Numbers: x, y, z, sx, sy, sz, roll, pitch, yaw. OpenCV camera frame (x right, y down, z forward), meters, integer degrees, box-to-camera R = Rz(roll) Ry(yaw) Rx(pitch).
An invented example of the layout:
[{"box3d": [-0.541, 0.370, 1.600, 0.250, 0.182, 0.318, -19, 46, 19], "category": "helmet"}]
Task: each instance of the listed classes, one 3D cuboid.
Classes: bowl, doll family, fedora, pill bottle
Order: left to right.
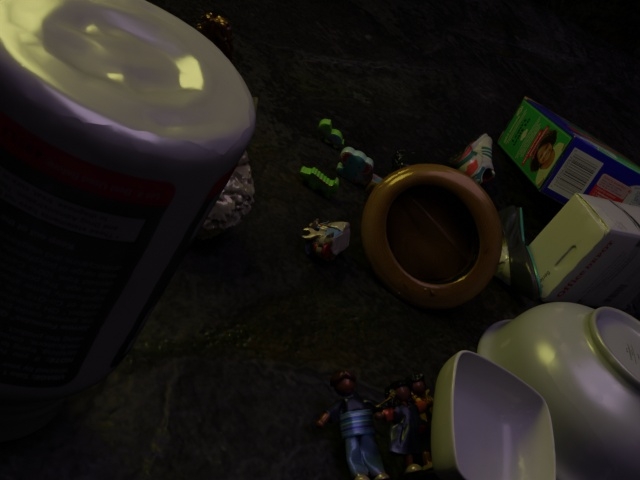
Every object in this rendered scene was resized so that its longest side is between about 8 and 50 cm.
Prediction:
[{"box3d": [-0.189, -0.002, 0.541, 0.176, 0.318, 0.176, 24, 33, -17], "category": "pill bottle"}, {"box3d": [0.085, 0.178, 0.783, 0.193, 0.076, 0.111, 10, 59, -42], "category": "doll family"}, {"box3d": [0.142, -0.005, 1.039, 0.194, 0.194, 0.079, 33, -4, -3], "category": "fedora"}, {"box3d": [0.159, 0.190, 0.751, 0.142, 0.053, 0.142, 32, 46, -24], "category": "bowl"}, {"box3d": [0.354, 0.178, 0.980, 0.298, 0.134, 0.297, 23, 34, -17], "category": "bowl"}]

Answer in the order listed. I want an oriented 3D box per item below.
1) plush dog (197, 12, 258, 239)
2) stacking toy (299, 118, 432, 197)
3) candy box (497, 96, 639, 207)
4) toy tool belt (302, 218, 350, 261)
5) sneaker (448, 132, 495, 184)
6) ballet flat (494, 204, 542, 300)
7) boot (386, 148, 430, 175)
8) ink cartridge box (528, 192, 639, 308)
[{"box3d": [-0.207, -0.136, 0.852, 0.226, 0.210, 0.262, -14, 53, -22], "category": "plush dog"}, {"box3d": [0.083, -0.094, 1.162, 0.221, 0.052, 0.167, 28, 33, -10], "category": "stacking toy"}, {"box3d": [0.500, -0.127, 1.462, 0.268, 0.122, 0.317, 27, 17, -12], "category": "candy box"}, {"box3d": [0.000, 0.000, 0.976, 0.051, 0.052, 0.083, 12, 21, 23], "category": "toy tool belt"}, {"box3d": [0.285, -0.141, 1.418, 0.075, 0.057, 0.161, 54, 32, -1], "category": "sneaker"}, {"box3d": [0.286, 0.021, 1.190, 0.074, 0.074, 0.203, 25, 36, -16], "category": "ballet flat"}, {"box3d": [0.154, -0.079, 1.122, 0.121, 0.045, 0.099, 15, 38, -17], "category": "boot"}, {"box3d": [0.443, 0.021, 1.238, 0.220, 0.160, 0.092, 9, 40, -36], "category": "ink cartridge box"}]
